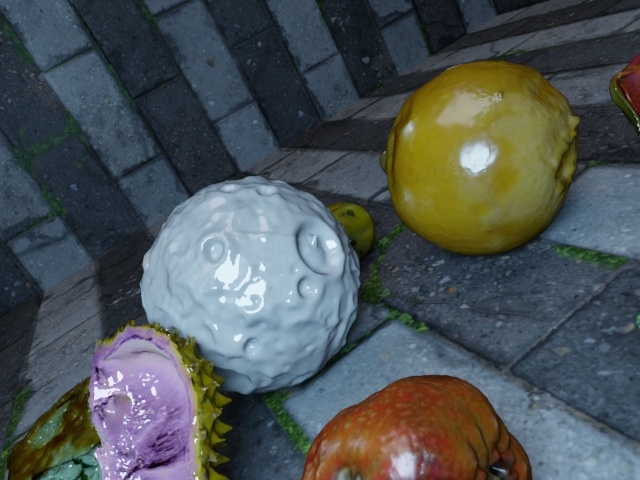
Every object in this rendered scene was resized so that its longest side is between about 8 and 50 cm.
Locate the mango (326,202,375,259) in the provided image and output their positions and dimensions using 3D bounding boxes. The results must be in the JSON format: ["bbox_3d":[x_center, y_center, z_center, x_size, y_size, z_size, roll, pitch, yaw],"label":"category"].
[{"bbox_3d":[0.000,0.000,1.150,0.261,0.130,0.167,-20,17,32],"label":"mango"}]

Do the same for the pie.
[{"bbox_3d":[-0.395,0.316,0.945,0.354,0.103,0.288,-31,21,4],"label":"pie"}]

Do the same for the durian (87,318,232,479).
[{"bbox_3d":[-0.170,0.245,0.636,0.191,0.342,0.112,-29,-25,18],"label":"durian"}]

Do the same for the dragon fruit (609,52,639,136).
[{"bbox_3d":[0.574,-0.171,0.706,0.305,0.226,0.305,-9,-11,-2],"label":"dragon fruit"}]

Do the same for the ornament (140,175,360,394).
[{"bbox_3d":[-0.096,0.063,0.819,0.336,0.337,0.337,-24,22,10],"label":"ornament"}]

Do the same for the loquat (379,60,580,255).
[{"bbox_3d":[0.259,-0.132,0.882,0.328,0.329,0.328,-24,22,10],"label":"loquat"}]

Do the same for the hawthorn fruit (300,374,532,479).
[{"bbox_3d":[0.058,0.234,0.467,0.243,0.207,0.207,-26,19,33],"label":"hawthorn fruit"}]

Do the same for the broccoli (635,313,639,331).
[{"bbox_3d":[0.386,0.050,0.421,0.288,0.260,0.235,-36,8,-26],"label":"broccoli"}]
